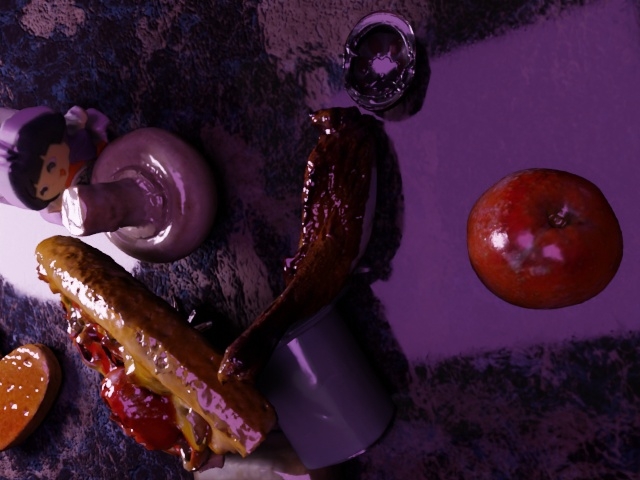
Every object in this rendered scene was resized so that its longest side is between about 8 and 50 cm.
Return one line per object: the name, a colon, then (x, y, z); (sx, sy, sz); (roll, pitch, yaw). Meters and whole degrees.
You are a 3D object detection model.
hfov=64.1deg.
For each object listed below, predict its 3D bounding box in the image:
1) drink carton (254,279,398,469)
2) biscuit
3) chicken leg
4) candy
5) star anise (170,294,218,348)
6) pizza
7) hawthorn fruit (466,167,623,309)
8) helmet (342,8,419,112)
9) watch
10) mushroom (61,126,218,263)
drink carton: (-0.011, 0.188, 0.695); (0.185, 0.191, 0.190); (-26, 93, 19)
biscuit: (-0.634, 0.258, 0.995); (0.277, 0.052, 0.262); (40, 103, 13)
chicken leg: (0.000, 0.000, 0.611); (0.095, 0.158, 0.407); (3, 53, 29)
candy: (-0.081, 0.357, 0.775); (0.233, 0.102, 0.104); (-8, 93, 23)
star anise: (-0.225, 0.159, 0.837); (0.140, 0.042, 0.141); (2, 97, 17)
pizza: (-0.230, 0.211, 0.703); (0.439, 0.130, 0.406); (31, 140, 29)
hawthorn fruit: (0.249, 0.000, 0.581); (0.172, 0.173, 0.173); (2, 96, 20)
helmet: (0.080, -0.227, 0.671); (0.098, 0.070, 0.123); (9, 92, 13)
watch: (-0.456, -0.142, 0.785); (0.231, 0.244, 0.196); (26, 105, 9)
mushroom: (-0.263, -0.073, 0.753); (0.206, 0.209, 0.207); (-12, 66, 27)
